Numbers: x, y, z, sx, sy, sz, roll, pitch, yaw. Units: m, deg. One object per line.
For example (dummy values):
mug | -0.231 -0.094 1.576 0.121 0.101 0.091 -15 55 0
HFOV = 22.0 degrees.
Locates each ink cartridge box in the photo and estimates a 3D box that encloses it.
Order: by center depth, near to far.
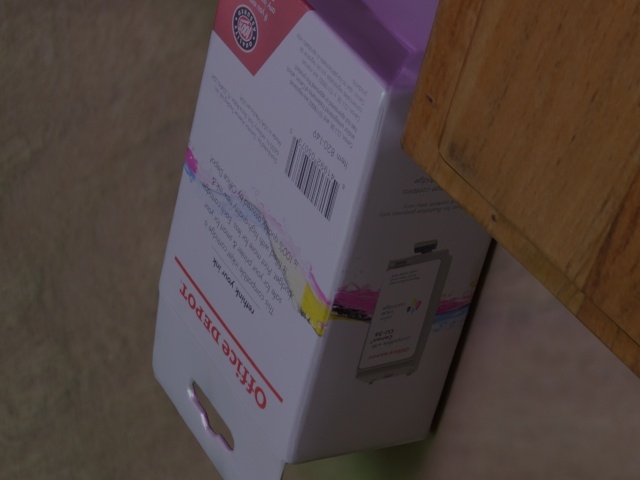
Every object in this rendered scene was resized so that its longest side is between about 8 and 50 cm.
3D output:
ink cartridge box | 0.000 0.000 0.614 0.115 0.067 0.198 50 136 43

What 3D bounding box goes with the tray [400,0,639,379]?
tray | 0.131 -0.085 0.213 0.203 0.076 0.411 45 151 21
